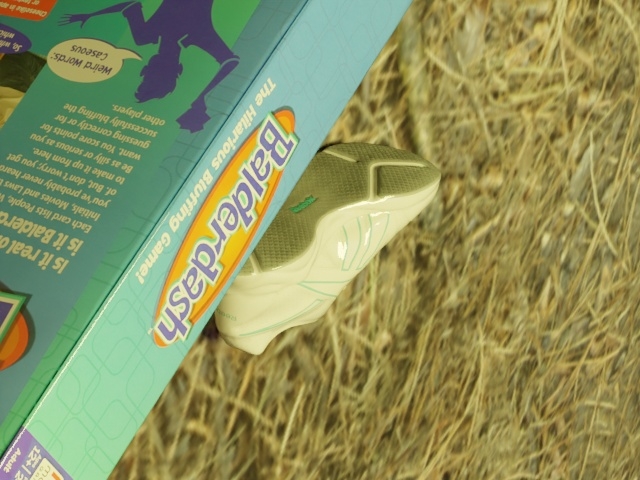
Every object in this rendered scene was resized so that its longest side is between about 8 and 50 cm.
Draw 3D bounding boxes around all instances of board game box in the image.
[{"bbox_3d":[-0.090,-0.028,0.487,0.210,0.160,0.047,-57,146,-22],"label":"board game box"}]

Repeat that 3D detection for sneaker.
[{"bbox_3d":[0.000,0.000,0.758,0.152,0.053,0.061,-31,140,-40],"label":"sneaker"}]
